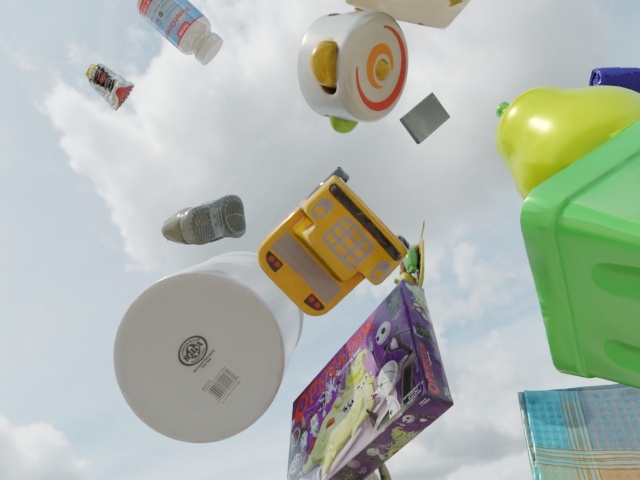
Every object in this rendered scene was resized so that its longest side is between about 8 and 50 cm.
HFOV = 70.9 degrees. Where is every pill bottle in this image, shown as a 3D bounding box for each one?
[{"bbox_3d":[-0.276,-0.431,0.893,0.160,0.087,0.087,40,-60,-10],"label":"pill bottle"}]

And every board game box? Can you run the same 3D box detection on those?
[{"bbox_3d":[0.050,0.243,0.670,0.056,0.208,0.347,28,-61,-12],"label":"board game box"}]

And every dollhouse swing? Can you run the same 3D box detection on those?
[{"bbox_3d":[0.228,-0.614,0.860,0.314,0.347,0.305,13,-74,3],"label":"dollhouse swing"}]

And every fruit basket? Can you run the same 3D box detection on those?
[{"bbox_3d":[0.368,-0.047,0.528,0.391,0.392,0.283,-21,-66,7],"label":"fruit basket"}]

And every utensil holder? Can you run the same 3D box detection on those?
[{"bbox_3d":[-0.209,0.194,0.959,0.327,0.328,0.385,-16,0,2],"label":"utensil holder"}]

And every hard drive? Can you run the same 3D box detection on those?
[{"bbox_3d":[0.309,-0.361,1.326,0.135,0.022,0.094,-41,-82,-15],"label":"hard drive"}]

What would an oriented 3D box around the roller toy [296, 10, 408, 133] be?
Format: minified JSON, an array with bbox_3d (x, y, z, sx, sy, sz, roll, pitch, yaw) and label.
[{"bbox_3d":[0.066,-0.320,0.830,0.191,0.146,0.209,-58,-42,-12],"label":"roller toy"}]

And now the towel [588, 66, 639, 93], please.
[{"bbox_3d":[0.749,-0.263,0.989,0.307,0.076,0.228,4,-75,12],"label":"towel"}]

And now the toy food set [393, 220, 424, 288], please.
[{"bbox_3d":[0.209,0.058,1.090,0.071,0.218,0.128,7,-50,7],"label":"toy food set"}]

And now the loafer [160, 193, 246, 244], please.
[{"bbox_3d":[-0.226,-0.041,0.896,0.087,0.095,0.251,-5,4,16],"label":"loafer"}]

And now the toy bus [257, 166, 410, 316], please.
[{"bbox_3d":[0.000,0.000,0.561,0.130,0.333,0.108,-43,-84,0],"label":"toy bus"}]

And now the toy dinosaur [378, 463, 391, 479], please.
[{"bbox_3d":[0.131,0.529,0.836,0.118,0.064,0.269,9,-87,-16],"label":"toy dinosaur"}]

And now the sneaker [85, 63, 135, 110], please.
[{"bbox_3d":[-0.562,-0.408,1.180,0.092,0.225,0.088,35,-92,-45],"label":"sneaker"}]

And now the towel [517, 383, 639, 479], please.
[{"bbox_3d":[0.509,0.408,0.770,0.271,0.370,0.040,-12,-57,21],"label":"towel"}]

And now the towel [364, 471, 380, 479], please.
[{"bbox_3d":[0.097,0.622,0.939,0.187,0.282,0.049,-30,-1,-34],"label":"towel"}]
